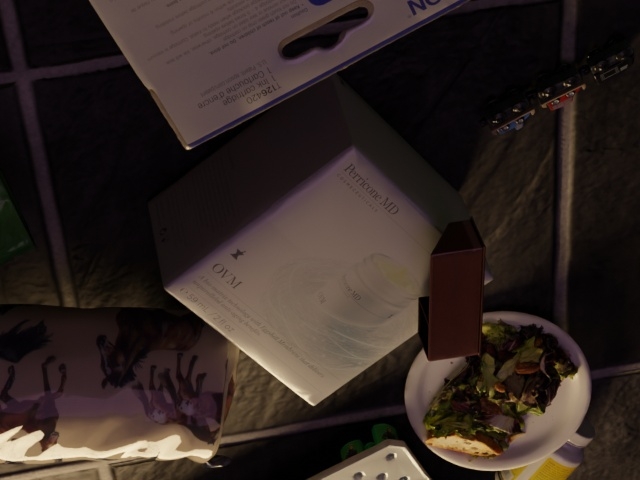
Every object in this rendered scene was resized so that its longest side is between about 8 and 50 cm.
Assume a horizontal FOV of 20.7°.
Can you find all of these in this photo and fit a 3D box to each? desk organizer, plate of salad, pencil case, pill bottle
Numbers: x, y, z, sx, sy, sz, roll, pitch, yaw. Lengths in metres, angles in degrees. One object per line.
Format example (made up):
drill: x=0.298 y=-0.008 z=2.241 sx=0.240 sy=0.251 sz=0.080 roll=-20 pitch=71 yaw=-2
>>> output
desk organizer: x=0.118 y=0.046 z=1.588 sx=0.050 sy=0.047 sz=0.130 roll=-8 pitch=129 yaw=-8
plate of salad: x=0.189 y=0.166 z=1.857 sx=0.200 sy=0.048 sz=0.200 roll=0 pitch=117 yaw=-1
pencil case: x=-0.287 y=0.143 z=1.672 sx=0.410 sy=0.160 sz=0.183 roll=0 pitch=147 yaw=-13
pill bottle: x=0.251 y=0.239 z=1.943 sx=0.065 sy=0.065 sz=0.116 roll=21 pitch=122 yaw=-27

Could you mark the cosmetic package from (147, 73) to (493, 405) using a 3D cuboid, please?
cosmetic package: x=0.000 y=0.000 z=1.641 sx=0.225 sy=0.138 sz=0.224 roll=-38 pitch=127 yaw=16

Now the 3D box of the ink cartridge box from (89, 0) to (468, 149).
ink cartridge box: x=-0.047 y=-0.258 z=1.364 sx=0.303 sy=0.072 sz=0.307 roll=-27 pitch=134 yaw=4

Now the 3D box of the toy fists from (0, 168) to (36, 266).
toy fists: x=-0.363 y=-0.070 z=1.526 sx=0.142 sy=0.096 sz=0.279 roll=-24 pitch=129 yaw=-6

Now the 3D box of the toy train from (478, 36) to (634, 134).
toy train: x=0.222 y=-0.142 z=1.649 sx=0.158 sy=0.027 sz=0.036 roll=-27 pitch=141 yaw=8

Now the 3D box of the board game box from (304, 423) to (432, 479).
board game box: x=-0.004 y=0.409 z=2.032 sx=0.390 sy=0.050 sz=0.390 roll=-27 pitch=129 yaw=9
